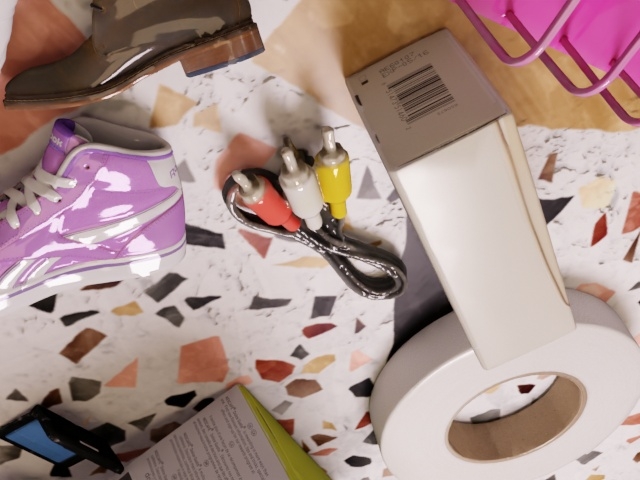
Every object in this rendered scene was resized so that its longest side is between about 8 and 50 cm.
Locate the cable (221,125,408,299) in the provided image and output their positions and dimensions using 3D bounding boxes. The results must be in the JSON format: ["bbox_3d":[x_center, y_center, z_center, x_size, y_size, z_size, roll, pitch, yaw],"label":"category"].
[{"bbox_3d":[0.000,0.000,0.785,0.139,0.072,0.287,-22,133,11],"label":"cable"}]

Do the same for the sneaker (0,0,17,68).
[{"bbox_3d":[-0.380,-0.139,0.531,0.292,0.108,0.169,9,125,-24],"label":"sneaker"}]

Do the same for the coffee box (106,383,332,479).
[{"bbox_3d":[-0.093,0.462,0.942,0.334,0.338,0.338,-37,132,-4],"label":"coffee box"}]

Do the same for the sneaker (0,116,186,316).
[{"bbox_3d":[-0.261,-0.030,0.660,0.282,0.102,0.161,-17,132,-25],"label":"sneaker"}]

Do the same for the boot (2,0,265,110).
[{"bbox_3d":[-0.163,-0.174,0.601,0.219,0.082,0.106,-14,111,3],"label":"boot"}]

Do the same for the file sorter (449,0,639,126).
[{"bbox_3d":[0.281,-0.205,0.604,0.290,0.182,0.202,14,127,-26],"label":"file sorter"}]

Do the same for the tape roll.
[{"bbox_3d":[0.263,0.226,1.061,0.391,0.072,0.392,-8,132,-9],"label":"tape roll"}]

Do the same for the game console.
[{"bbox_3d":[-0.323,0.263,0.932,0.071,0.107,0.122,-51,131,-8],"label":"game console"}]

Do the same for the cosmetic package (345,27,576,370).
[{"bbox_3d":[0.144,-0.029,0.741,0.113,0.160,0.309,-26,133,8],"label":"cosmetic package"}]
